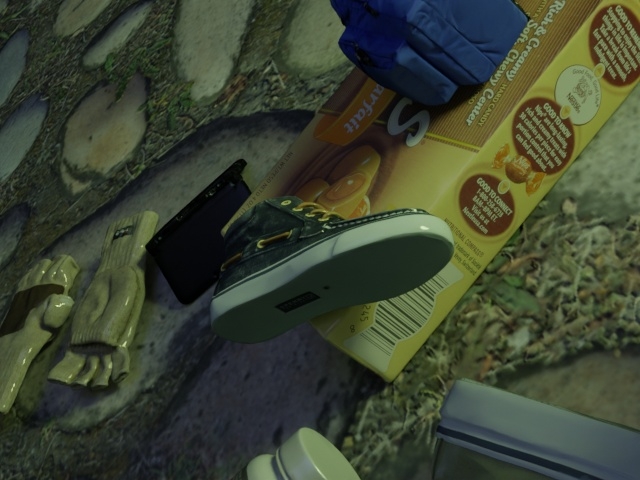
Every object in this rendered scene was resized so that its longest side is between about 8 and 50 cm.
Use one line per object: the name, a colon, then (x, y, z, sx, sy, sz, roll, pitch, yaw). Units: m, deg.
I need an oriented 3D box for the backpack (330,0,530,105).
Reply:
backpack: (0.060, -0.158, 0.602, 0.101, 0.098, 0.120, -51, 41, 4)

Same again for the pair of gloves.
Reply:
pair of gloves: (-0.269, 0.085, 0.920, 0.240, 0.042, 0.204, -22, 43, 29)

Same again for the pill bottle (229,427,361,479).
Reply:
pill bottle: (-0.040, 0.193, 0.574, 0.137, 0.078, 0.078, -44, 38, 8)

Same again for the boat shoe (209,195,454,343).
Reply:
boat shoe: (0.000, 0.000, 0.564, 0.183, 0.065, 0.083, -23, 50, 30)

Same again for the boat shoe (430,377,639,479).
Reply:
boat shoe: (0.168, 0.143, 0.409, 0.302, 0.109, 0.094, 8, 80, 57)

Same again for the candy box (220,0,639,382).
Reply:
candy box: (0.082, -0.072, 0.661, 0.316, 0.087, 0.183, -50, 39, 0)

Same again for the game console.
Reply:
game console: (-0.106, -0.011, 0.861, 0.122, 0.071, 0.107, -40, 9, 12)
